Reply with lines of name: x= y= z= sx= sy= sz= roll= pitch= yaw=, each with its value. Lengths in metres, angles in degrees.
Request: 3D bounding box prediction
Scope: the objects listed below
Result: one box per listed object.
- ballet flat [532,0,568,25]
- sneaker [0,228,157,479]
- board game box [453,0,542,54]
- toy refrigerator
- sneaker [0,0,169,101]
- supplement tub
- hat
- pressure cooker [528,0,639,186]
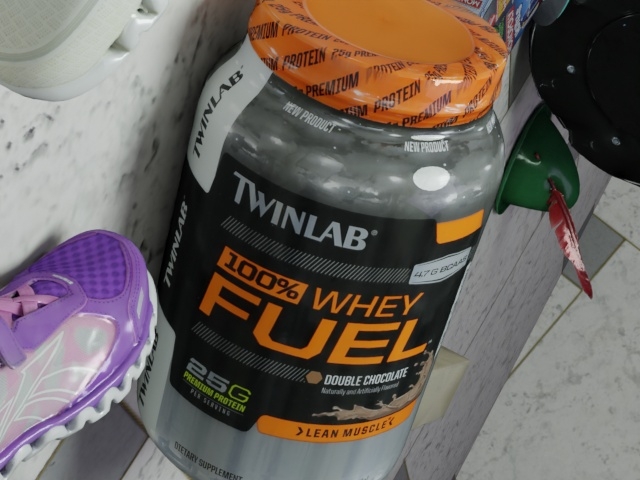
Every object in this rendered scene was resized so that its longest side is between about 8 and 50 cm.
ballet flat: x=0.246 y=-0.315 z=1.426 sx=0.074 sy=0.074 sz=0.203 roll=-47 pitch=163 yaw=-43
sneaker: x=-0.173 y=0.063 z=0.706 sx=0.236 sy=0.095 sz=0.104 roll=-48 pitch=150 yaw=-38
board game box: x=0.175 y=-0.264 z=1.283 sx=0.194 sy=0.060 sz=0.194 roll=-56 pitch=161 yaw=-19
toy refrigerator: x=0.094 y=0.172 z=1.621 sx=0.094 sy=0.102 sz=0.269 roll=-65 pitch=164 yaw=7
sneaker: x=-0.097 y=-0.202 z=0.528 sx=0.118 sy=0.110 sz=0.292 roll=3 pitch=105 yaw=-63
supplement tub: x=0.000 y=0.000 z=0.911 sx=0.207 sy=0.207 sz=0.338 roll=-39 pitch=150 yaw=-54
hat: x=0.369 y=-0.073 z=1.923 sx=0.173 sy=0.184 sz=0.208 roll=-42 pitch=153 yaw=-50
pressure cooker: x=0.495 y=-0.307 z=1.660 sx=0.370 sy=0.375 sz=0.420 roll=-35 pitch=-170 yaw=49
